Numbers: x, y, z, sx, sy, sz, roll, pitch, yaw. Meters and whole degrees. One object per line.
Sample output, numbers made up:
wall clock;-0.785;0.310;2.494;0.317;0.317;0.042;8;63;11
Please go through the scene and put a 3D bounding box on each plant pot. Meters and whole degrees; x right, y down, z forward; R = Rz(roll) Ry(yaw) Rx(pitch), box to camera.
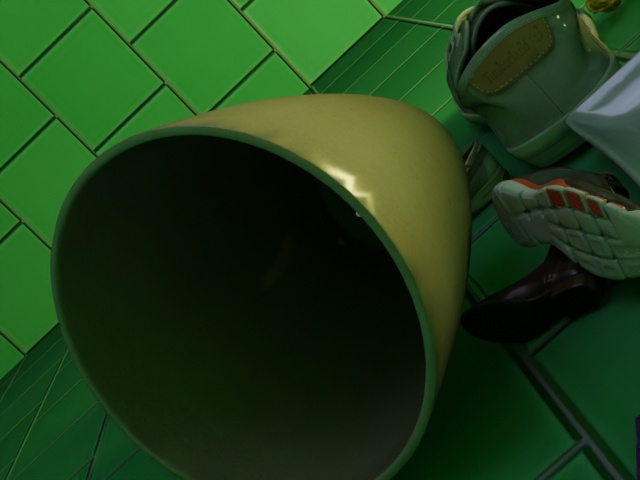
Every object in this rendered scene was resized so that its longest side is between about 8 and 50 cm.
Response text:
plant pot;0.000;0.000;0.735;0.256;0.256;0.274;-35;6;34

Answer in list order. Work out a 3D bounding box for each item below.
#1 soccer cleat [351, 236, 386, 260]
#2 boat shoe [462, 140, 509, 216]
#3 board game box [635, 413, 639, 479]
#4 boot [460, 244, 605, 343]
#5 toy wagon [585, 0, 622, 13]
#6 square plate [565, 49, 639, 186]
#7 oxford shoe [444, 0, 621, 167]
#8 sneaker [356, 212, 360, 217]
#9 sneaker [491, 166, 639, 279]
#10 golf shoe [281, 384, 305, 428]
soccer cleat;-0.020;0.049;0.985;0.289;0.093;0.121;-37;32;37
boat shoe;0.103;-0.024;0.970;0.153;0.048;0.056;-42;13;6
board game box;0.229;0.035;0.291;0.347;0.056;0.208;-46;5;31
boot;0.153;0.014;0.716;0.106;0.037;0.114;-18;29;35
toy wagon;0.339;-0.381;1.026;0.267;0.068;0.344;-19;-34;-46
square plate;0.329;-0.142;0.650;0.344;0.049;0.347;-42;13;12
oxford shoe;0.191;-0.192;1.067;0.169;0.130;0.449;-43;11;13
sneaker;-0.025;-0.036;1.141;0.281;0.106;0.162;-22;61;40
sneaker;0.169;-0.024;0.657;0.065;0.061;0.158;-29;22;-15
golf shoe;-0.019;0.122;0.835;0.086;0.067;0.186;-38;14;30
